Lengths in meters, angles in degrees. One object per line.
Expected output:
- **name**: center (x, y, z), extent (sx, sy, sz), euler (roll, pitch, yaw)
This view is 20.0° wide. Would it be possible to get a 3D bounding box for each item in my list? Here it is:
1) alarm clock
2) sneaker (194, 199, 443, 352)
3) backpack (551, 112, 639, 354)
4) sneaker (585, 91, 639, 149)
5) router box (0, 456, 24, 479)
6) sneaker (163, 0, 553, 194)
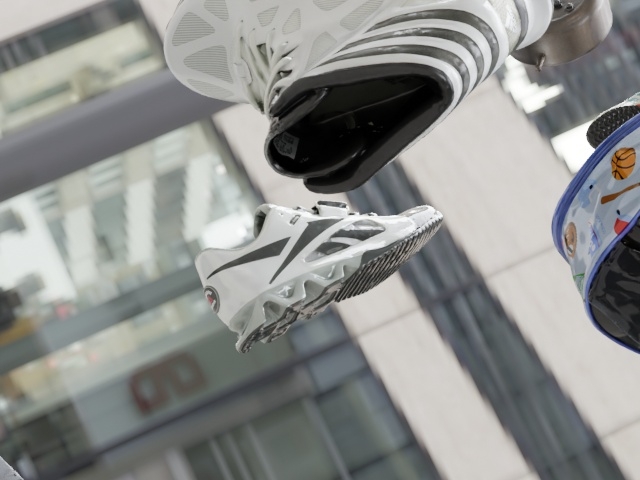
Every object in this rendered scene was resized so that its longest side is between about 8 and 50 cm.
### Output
- **alarm clock**: center (0.287, -0.278, 2.130), extent (0.129, 0.192, 0.064), euler (34, -25, 45)
- **sneaker**: center (0.000, 0.000, 2.132), extent (0.146, 0.331, 0.122), euler (54, -37, 17)
- **backpack**: center (0.336, -0.010, 1.532), extent (0.276, 0.263, 0.213), euler (-55, -141, 24)
- **sneaker**: center (0.395, -0.153, 2.167), extent (0.057, 0.161, 0.075), euler (60, 20, 2)
- **router box**: center (-0.335, 0.168, 1.392), extent (0.179, 0.133, 0.046), euler (51, -17, -16)
- **sneaker**: center (-0.031, -0.164, 1.667), extent (0.448, 0.257, 0.169), euler (-3, -58, 43)
